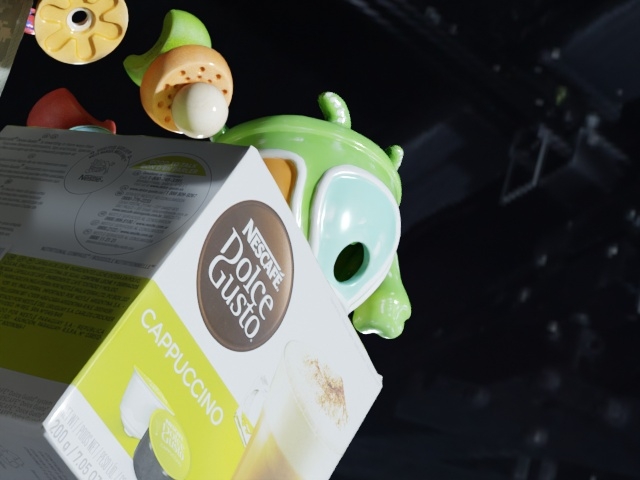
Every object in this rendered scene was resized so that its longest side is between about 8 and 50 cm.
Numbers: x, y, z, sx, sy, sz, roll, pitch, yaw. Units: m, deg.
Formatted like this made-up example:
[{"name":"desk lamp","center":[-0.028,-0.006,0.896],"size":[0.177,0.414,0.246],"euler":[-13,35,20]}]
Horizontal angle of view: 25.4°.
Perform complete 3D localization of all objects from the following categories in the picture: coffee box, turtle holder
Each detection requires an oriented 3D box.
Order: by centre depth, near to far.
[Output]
[{"name":"coffee box","center":[-0.201,0.125,1.353],"size":[0.338,0.334,0.337],"euler":[7,-41,37]},{"name":"turtle holder","center":[-0.020,-0.003,1.736],"size":[0.243,0.227,0.320],"euler":[-2,-32,7]}]

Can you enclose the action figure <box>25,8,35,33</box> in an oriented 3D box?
[{"name":"action figure","center":[-0.381,-0.292,1.913],"size":[0.030,0.038,0.115],"euler":[-14,-20,33]}]

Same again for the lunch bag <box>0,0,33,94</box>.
[{"name":"lunch bag","center":[-0.474,-0.205,1.553],"size":[0.235,0.169,0.287],"euler":[12,-59,-41]}]

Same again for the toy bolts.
[{"name":"toy bolts","center":[-0.226,-0.144,1.517],"size":[0.218,0.158,0.228],"euler":[29,-69,-38]}]
